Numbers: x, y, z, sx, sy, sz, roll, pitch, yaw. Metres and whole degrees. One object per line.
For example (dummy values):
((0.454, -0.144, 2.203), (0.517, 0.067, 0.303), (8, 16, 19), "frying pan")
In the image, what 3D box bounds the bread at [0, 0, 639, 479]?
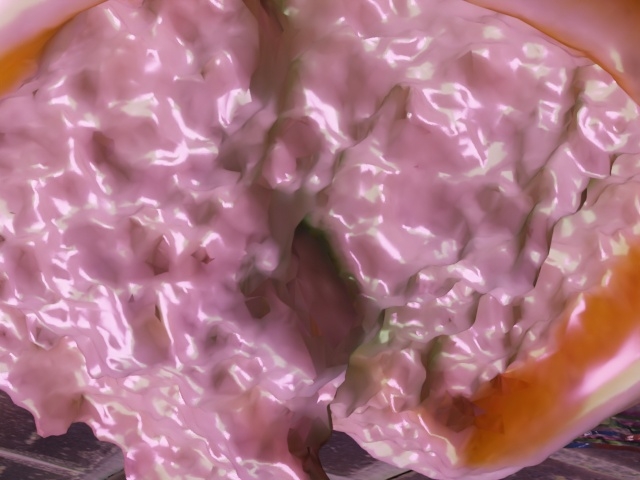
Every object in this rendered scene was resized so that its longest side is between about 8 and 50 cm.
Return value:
((-0.001, -0.051, 0.586), (0.424, 0.245, 0.329), (24, 114, -34), "bread")

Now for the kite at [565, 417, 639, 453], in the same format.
((0.185, 0.180, 1.357), (0.310, 0.015, 0.169), (8, 157, 11), "kite")
